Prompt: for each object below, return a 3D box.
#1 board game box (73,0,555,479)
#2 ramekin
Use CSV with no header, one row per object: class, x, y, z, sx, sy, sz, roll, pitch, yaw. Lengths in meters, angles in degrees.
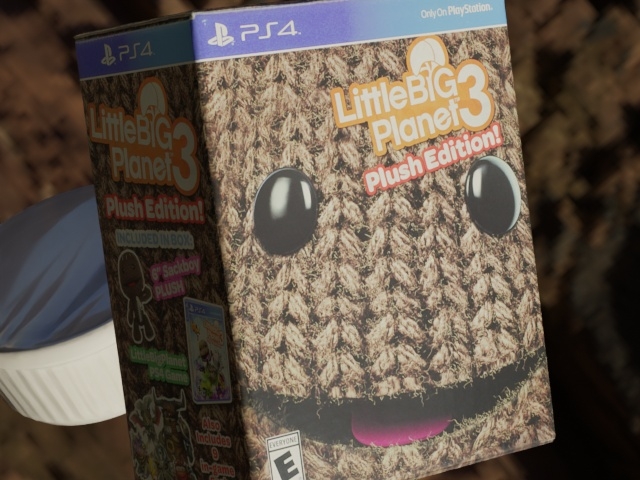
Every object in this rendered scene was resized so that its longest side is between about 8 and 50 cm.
board game box,0.000,0.000,1.198,0.141,0.232,0.291,-1,-81,55
ramekin,-0.232,0.069,1.959,0.273,0.273,0.127,-117,-176,-57
